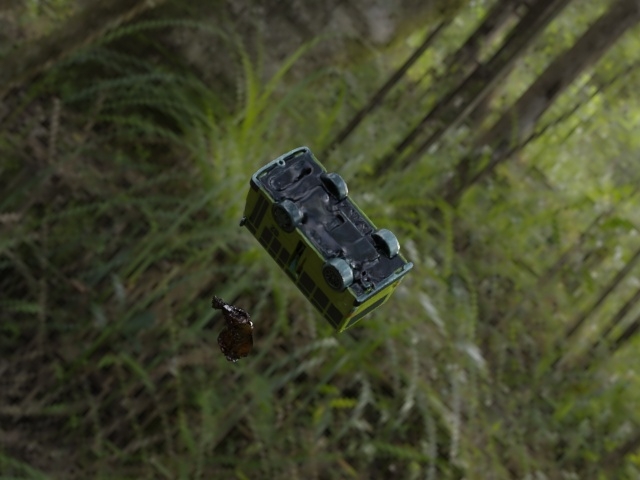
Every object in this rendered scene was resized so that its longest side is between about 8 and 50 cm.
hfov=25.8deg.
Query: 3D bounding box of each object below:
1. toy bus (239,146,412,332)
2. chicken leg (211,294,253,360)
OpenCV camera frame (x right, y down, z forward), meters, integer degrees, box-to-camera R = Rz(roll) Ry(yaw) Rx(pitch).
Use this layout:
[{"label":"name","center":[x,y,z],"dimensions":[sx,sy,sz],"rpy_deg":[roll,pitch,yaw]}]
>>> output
[{"label":"toy bus","center":[0.000,0.000,1.440],"dimensions":[0.175,0.088,0.101],"rpy_deg":[49,-32,15]},{"label":"chicken leg","center":[-0.082,0.083,1.332],"dimensions":[0.021,0.036,0.083],"rpy_deg":[-100,-177,-51]}]
